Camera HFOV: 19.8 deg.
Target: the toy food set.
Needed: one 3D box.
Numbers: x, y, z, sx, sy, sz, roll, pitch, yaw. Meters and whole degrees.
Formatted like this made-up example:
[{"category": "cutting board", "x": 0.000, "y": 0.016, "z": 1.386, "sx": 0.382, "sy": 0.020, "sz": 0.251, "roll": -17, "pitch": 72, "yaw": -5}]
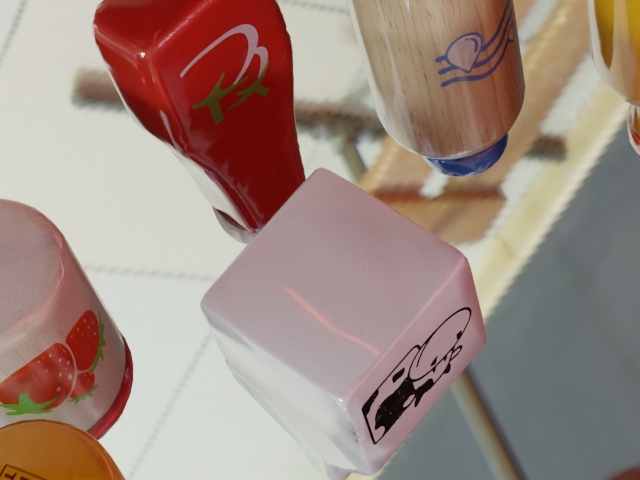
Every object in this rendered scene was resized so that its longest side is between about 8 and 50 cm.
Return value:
[{"category": "toy food set", "x": 0.000, "y": 0.000, "z": 0.427, "sx": 0.232, "sy": 0.111, "sz": 0.104, "roll": -49, "pitch": 152, "yaw": -17}]
